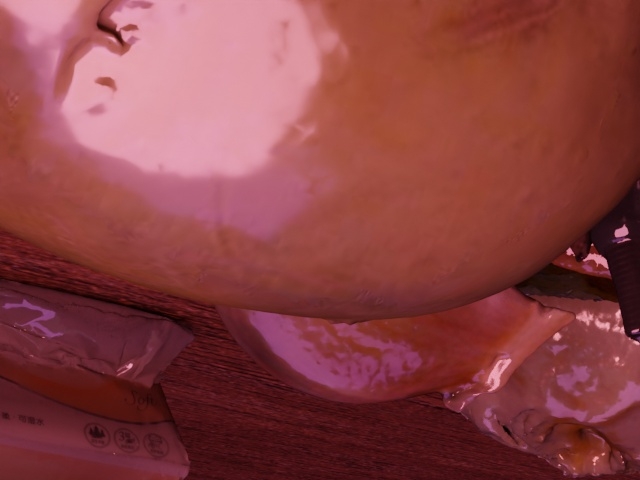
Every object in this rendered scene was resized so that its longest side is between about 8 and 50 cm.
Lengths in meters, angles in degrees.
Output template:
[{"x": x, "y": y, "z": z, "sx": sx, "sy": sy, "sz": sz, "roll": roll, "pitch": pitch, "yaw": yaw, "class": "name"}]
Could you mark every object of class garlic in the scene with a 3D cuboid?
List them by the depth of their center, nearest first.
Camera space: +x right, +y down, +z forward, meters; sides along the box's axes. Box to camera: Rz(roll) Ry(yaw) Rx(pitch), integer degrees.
[{"x": -0.005, "y": 0.000, "z": 1.101, "sx": 0.266, "sy": 0.148, "sz": 0.128, "roll": 42, "pitch": -175, "yaw": -37, "class": "garlic"}]

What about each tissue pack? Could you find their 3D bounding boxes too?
[{"x": -0.284, "y": 0.139, "z": 1.810, "sx": 0.305, "sy": 0.238, "sz": 0.238, "roll": 15, "pitch": 164, "yaw": -30, "class": "tissue pack"}]

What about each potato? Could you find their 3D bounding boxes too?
[{"x": -0.023, "y": -0.090, "z": 0.611, "sx": 0.326, "sy": 0.221, "sz": 0.243, "roll": 17, "pitch": -163, "yaw": -31, "class": "potato"}]

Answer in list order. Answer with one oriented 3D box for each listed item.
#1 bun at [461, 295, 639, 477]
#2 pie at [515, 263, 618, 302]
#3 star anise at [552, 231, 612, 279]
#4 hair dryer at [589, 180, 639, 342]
[{"x": 0.223, "y": 0.107, "z": 1.513, "sx": 0.287, "sy": 0.146, "sz": 0.287, "roll": 4, "pitch": 166, "yaw": 1, "class": "bun"}, {"x": 0.120, "y": -0.012, "z": 1.229, "sx": 0.302, "sy": 0.067, "sz": 0.302, "roll": 5, "pitch": 166, "yaw": 1, "class": "pie"}, {"x": 0.080, "y": -0.063, "z": 0.924, "sx": 0.272, "sy": 0.102, "sz": 0.272, "roll": 33, "pitch": -175, "yaw": -3, "class": "star anise"}, {"x": 0.098, "y": -0.054, "z": 0.786, "sx": 0.173, "sy": 0.195, "sz": 0.050, "roll": 3, "pitch": 156, "yaw": 21, "class": "hair dryer"}]
